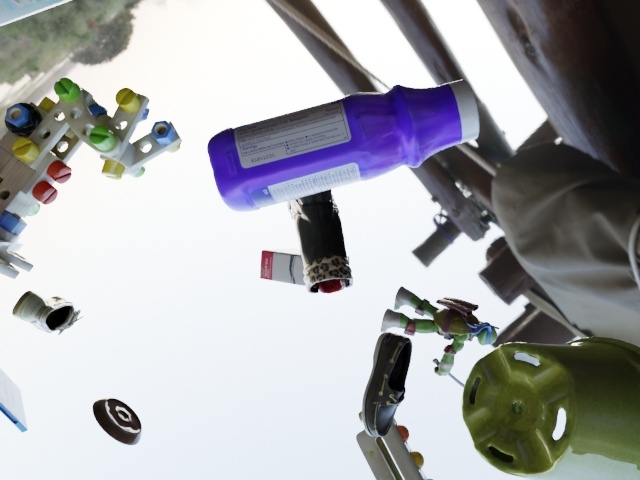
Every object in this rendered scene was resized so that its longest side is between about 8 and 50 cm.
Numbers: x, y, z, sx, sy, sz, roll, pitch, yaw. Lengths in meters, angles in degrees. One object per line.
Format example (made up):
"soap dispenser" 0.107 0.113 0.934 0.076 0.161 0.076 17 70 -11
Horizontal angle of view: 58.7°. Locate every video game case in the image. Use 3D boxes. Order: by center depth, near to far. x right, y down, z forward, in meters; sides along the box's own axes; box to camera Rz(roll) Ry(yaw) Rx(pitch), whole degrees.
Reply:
"video game case" -0.684 0.330 1.231 0.015 0.166 0.119 -23 -130 -16

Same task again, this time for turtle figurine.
"turtle figurine" 0.299 0.240 1.436 0.267 0.274 0.197 20 -101 21

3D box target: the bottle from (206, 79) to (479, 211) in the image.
"bottle" 0.025 -0.107 0.622 0.283 0.092 0.118 -15 179 4

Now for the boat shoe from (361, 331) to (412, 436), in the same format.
"boat shoe" 0.146 0.313 1.223 0.069 0.081 0.227 4 -97 48

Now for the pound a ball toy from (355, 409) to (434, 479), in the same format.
"pound a ball toy" 0.220 0.611 1.606 0.136 0.208 0.319 -30 -107 6

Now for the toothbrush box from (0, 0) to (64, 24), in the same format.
"toothbrush box" -0.435 -0.439 0.900 0.296 0.126 0.216 -17 -151 8

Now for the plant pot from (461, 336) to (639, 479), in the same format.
"plant pot" 0.360 0.262 0.854 0.276 0.254 0.275 -25 -125 43

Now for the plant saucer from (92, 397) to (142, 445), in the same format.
"plant saucer" -0.559 0.497 1.588 0.029 0.168 0.168 -46 -153 2

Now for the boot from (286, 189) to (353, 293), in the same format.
"boot" 0.000 0.000 1.503 0.138 0.283 0.377 -10 165 -6

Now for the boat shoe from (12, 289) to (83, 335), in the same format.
"boat shoe" -0.718 0.206 1.532 0.104 0.089 0.285 -63 174 -10

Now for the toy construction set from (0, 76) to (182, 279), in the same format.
"toy construction set" -0.374 -0.092 0.798 0.327 0.215 0.151 -52 167 -23

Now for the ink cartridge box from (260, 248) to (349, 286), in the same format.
"ink cartridge box" -0.050 0.087 1.836 0.237 0.172 0.100 7 -85 35
